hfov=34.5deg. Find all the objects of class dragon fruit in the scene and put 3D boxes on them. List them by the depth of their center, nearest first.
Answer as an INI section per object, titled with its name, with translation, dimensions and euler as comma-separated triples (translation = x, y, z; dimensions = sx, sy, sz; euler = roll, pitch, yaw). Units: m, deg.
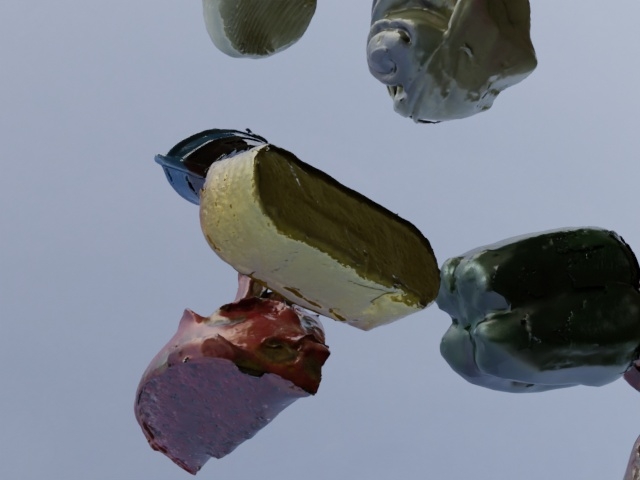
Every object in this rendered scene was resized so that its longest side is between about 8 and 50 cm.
[dragon fruit]
translation = -0.095, 0.112, 1.096
dimensions = 0.134, 0.262, 0.211
euler = 39, -138, -9

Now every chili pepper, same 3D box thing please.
[chili pepper]
translation = 0.295, 0.094, 1.404
dimensions = 0.257, 0.248, 0.233
euler = -4, -107, -14

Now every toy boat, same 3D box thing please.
[toy boat]
translation = -0.119, -0.088, 1.208
dimensions = 0.223, 0.097, 0.100
euler = 1, -73, -64

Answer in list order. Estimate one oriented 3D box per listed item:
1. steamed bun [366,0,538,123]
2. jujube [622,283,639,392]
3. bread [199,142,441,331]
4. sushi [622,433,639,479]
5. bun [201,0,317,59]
[steamed bun]
translation = 0.170, -0.321, 1.591
dimensions = 0.207, 0.268, 0.280
euler = -18, -82, -39
[jujube]
translation = 0.534, 0.116, 1.473
dimensions = 0.232, 0.213, 0.213
euler = -31, -89, -15
[bread]
translation = 0.000, 0.000, 0.890
dimensions = 0.245, 0.094, 0.102
euler = 27, -130, -40
[sushi]
translation = 0.351, 0.179, 0.880
dimensions = 0.107, 0.161, 0.241
euler = 39, -122, -40
[bun]
translation = -0.091, -0.340, 1.410
dimensions = 0.183, 0.183, 0.102
euler = -1, -145, -38
